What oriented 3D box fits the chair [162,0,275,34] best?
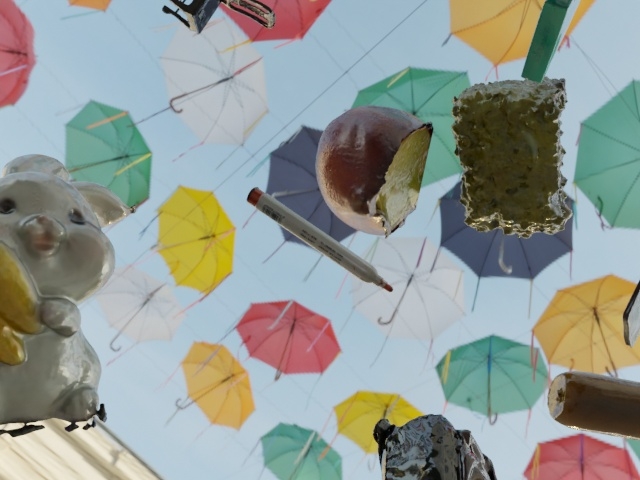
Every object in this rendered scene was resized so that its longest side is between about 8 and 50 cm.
[{"bbox_3d":[-0.222,-0.495,1.391,0.229,0.106,0.113,33,-94,-2],"label":"chair"}]

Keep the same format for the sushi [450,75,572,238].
[{"bbox_3d":[0.441,-0.185,1.467,0.239,0.396,0.352,-1,-73,22],"label":"sushi"}]

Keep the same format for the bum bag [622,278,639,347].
[{"bbox_3d":[0.526,0.087,1.034,0.026,0.159,0.109,20,-25,40],"label":"bum bag"}]

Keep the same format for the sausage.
[{"bbox_3d":[0.602,0.324,1.234,0.328,0.112,0.112,10,-59,-2],"label":"sausage"}]

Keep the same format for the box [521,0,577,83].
[{"bbox_3d":[0.381,-0.380,0.998,0.042,0.226,0.161,24,-22,14],"label":"box"}]

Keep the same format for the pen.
[{"bbox_3d":[0.000,0.000,0.802,0.218,0.026,0.026,34,-56,13],"label":"pen"}]

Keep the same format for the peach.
[{"bbox_3d":[0.087,-0.141,1.306,0.201,0.361,0.258,19,-63,17],"label":"peach"}]

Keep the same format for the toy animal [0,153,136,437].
[{"bbox_3d":[-0.320,0.051,0.722,0.182,0.247,0.310,4,-90,-9],"label":"toy animal"}]

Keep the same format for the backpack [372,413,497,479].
[{"bbox_3d":[0.114,0.237,0.573,0.105,0.120,0.165,-21,-50,26],"label":"backpack"}]
